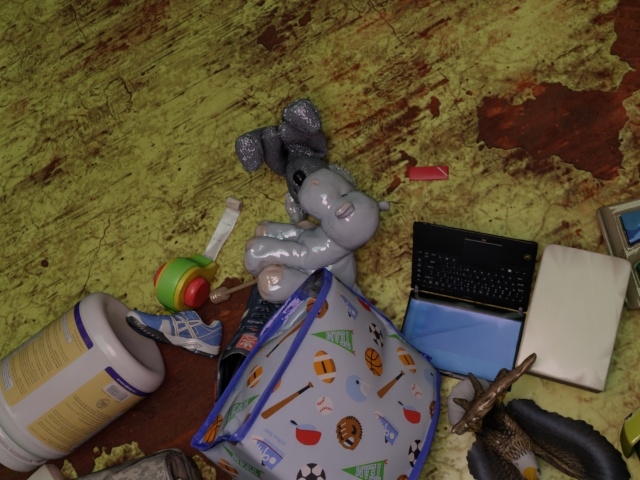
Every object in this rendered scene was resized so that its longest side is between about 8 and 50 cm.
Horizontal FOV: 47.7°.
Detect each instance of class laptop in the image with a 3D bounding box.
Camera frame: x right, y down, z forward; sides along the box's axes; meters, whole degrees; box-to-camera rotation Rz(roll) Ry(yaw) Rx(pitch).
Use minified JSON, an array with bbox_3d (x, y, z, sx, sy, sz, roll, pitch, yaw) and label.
[{"bbox_3d":[0.269,0.123,1.372,0.234,0.264,0.136,11,39,18],"label":"laptop"}]

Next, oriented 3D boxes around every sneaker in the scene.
[{"bbox_3d":[-0.299,0.178,1.495,0.080,0.211,0.081,-3,67,59],"label":"sneaker"},{"bbox_3d":[-0.124,0.197,1.448,0.131,0.148,0.350,8,74,18],"label":"sneaker"}]

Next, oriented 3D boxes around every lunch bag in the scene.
[{"bbox_3d":[0.022,0.283,1.261,0.328,0.239,0.385,42,56,-15],"label":"lunch bag"},{"bbox_3d":[-0.372,0.510,1.324,0.305,0.256,0.212,-18,63,-4],"label":"lunch bag"}]

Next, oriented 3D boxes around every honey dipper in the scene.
[{"bbox_3d":[-0.174,0.099,1.515,0.160,0.030,0.030,-24,63,42],"label":"honey dipper"}]

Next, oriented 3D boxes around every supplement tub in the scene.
[{"bbox_3d":[-0.512,0.288,1.474,0.331,0.241,0.241,-36,67,1],"label":"supplement tub"}]

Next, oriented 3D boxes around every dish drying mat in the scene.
[{"bbox_3d":[0.230,-0.144,1.541,0.083,0.008,0.032,0,73,15],"label":"dish drying mat"}]

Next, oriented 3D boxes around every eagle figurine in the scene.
[{"bbox_3d":[0.356,0.374,1.258,0.226,0.298,0.225,-30,21,40],"label":"eagle figurine"}]

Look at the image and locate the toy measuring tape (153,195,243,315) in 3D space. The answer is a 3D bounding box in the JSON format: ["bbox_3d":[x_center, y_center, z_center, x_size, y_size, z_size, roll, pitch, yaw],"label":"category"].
[{"bbox_3d":[-0.270,0.040,1.559,0.121,0.121,0.330,23,79,21],"label":"toy measuring tape"}]

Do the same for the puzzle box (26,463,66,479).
[{"bbox_3d":[-0.542,0.695,1.449,0.272,0.052,0.409,-42,67,-1],"label":"puzzle box"}]

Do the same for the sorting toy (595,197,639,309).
[{"bbox_3d":[0.667,0.050,1.340,0.229,0.041,0.307,-14,69,11],"label":"sorting toy"}]

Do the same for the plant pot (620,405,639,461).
[{"bbox_3d":[0.620,0.329,1.168,0.227,0.228,0.207,-43,61,-1],"label":"plant pot"}]

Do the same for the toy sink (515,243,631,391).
[{"bbox_3d":[0.458,0.143,1.319,0.152,0.131,0.234,13,81,19],"label":"toy sink"}]

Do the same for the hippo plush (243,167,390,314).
[{"bbox_3d":[0.000,0.000,1.392,0.294,0.234,0.236,47,130,26],"label":"hippo plush"}]

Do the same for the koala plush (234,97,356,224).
[{"bbox_3d":[-0.036,-0.160,1.549,0.196,0.203,0.221,-31,88,13],"label":"koala plush"}]
